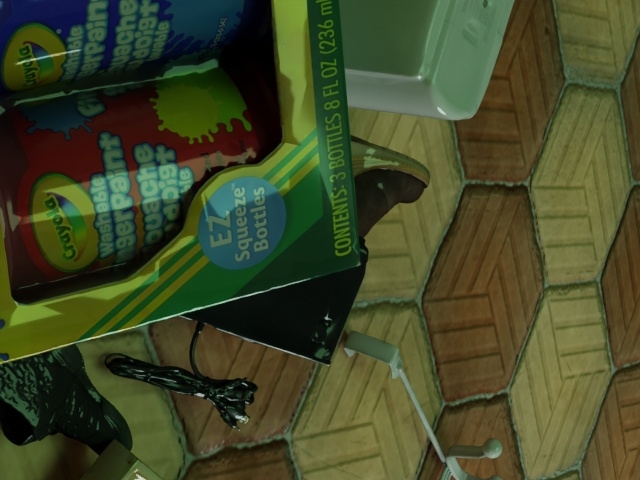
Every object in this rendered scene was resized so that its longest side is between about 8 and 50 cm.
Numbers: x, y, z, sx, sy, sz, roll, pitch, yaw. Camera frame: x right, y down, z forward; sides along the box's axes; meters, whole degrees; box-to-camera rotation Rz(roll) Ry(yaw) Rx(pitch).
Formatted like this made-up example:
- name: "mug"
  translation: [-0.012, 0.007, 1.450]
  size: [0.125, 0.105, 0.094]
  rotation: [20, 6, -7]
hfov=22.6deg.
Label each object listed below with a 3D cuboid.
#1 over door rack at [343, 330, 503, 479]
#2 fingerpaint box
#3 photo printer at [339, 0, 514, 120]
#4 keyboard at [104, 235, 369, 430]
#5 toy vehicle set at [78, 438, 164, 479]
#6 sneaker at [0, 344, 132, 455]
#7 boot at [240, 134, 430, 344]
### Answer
- name: "over door rack"
  translation: [0.088, 0.283, 1.658]
  size: [0.324, 0.108, 0.239]
  rotation: [52, 55, -46]
- name: "fingerpaint box"
  translation: [-0.182, -0.163, 1.011]
  size: [0.371, 0.163, 0.444]
  rotation: [-14, 111, -25]
- name: "photo printer"
  translation: [0.009, -0.232, 1.260]
  size: [0.107, 0.308, 0.256]
  rotation: [30, 76, -52]
- name: "keyboard"
  translation: [-0.098, 0.048, 1.361]
  size: [0.317, 0.033, 0.201]
  rotation: [23, 88, -41]
- name: "toy vehicle set"
  translation: [-0.148, 0.296, 1.343]
  size: [0.166, 0.035, 0.267]
  rotation: [-49, 138, -10]
- name: "sneaker"
  translation: [-0.215, 0.133, 1.250]
  size: [0.089, 0.051, 0.170]
  rotation: [-51, 131, -35]
- name: "boot"
  translation: [0.000, 0.000, 1.519]
  size: [0.248, 0.090, 0.206]
  rotation: [10, 101, -56]
